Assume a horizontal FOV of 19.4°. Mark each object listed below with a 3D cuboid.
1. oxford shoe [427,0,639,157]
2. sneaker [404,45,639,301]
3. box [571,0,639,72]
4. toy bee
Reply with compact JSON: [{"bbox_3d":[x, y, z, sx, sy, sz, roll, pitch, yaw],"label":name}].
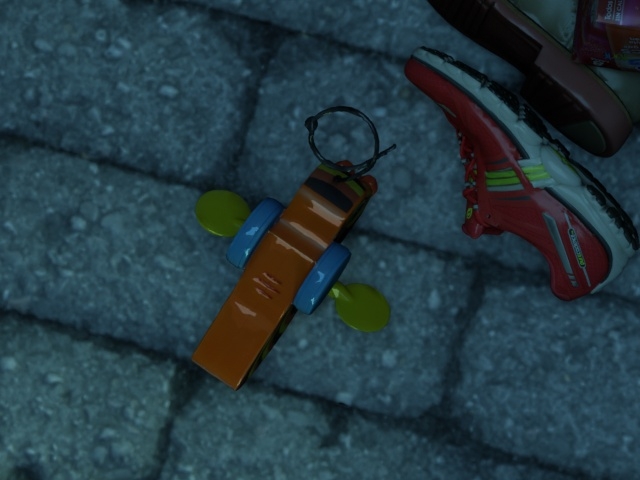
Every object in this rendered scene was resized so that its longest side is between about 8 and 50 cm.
[{"bbox_3d":[0.183,-0.239,1.707,0.130,0.123,0.348,-42,90,-12],"label":"oxford shoe"},{"bbox_3d":[0.162,-0.059,1.702,0.118,0.107,0.279,-44,82,13],"label":"sneaker"},{"bbox_3d":[0.295,-0.279,1.601,0.123,0.128,0.256,8,80,0],"label":"box"},{"bbox_3d":[0.000,0.000,1.707,0.298,0.162,0.195,-35,93,29],"label":"toy bee"}]
